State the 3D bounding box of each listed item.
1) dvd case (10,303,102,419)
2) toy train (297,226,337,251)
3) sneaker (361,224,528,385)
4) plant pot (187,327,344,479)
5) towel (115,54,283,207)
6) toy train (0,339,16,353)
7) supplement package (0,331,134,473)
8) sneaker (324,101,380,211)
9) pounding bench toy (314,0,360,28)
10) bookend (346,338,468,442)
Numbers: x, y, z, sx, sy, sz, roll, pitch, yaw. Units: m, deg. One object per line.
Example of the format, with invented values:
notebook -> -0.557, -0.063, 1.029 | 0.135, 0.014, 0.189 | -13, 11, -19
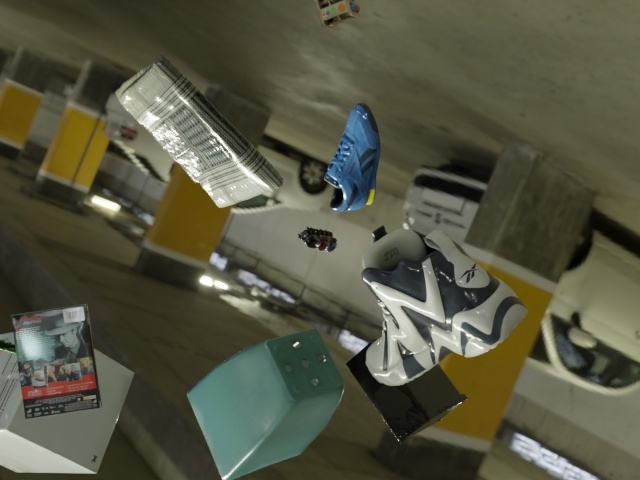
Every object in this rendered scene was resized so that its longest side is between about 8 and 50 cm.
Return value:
dvd case -> -0.299, 0.137, 0.934 | 0.087, 0.120, 0.013 | -9, -179, -2
toy train -> 0.000, 0.000, 1.394 | 0.036, 0.027, 0.158 | 54, -168, 11
sneaker -> 0.089, 0.058, 0.859 | 0.153, 0.094, 0.235 | 53, 152, -2
plant pot -> -0.076, 0.248, 1.333 | 0.165, 0.234, 0.166 | -10, -118, -38
towel -> -0.243, -0.190, 1.547 | 0.312, 0.056, 0.324 | 46, 161, -18
toy train -> -0.505, 0.159, 1.274 | 0.023, 0.017, 0.083 | -5, 157, 37
supplement package -> -0.523, 0.296, 1.505 | 0.262, 0.198, 0.199 | -12, 140, 38
sneaker -> 0.051, -0.136, 1.415 | 0.082, 0.209, 0.069 | -14, -138, -19
pounding bench toy -> 0.037, -0.407, 1.437 | 0.065, 0.052, 0.083 | -16, -177, 20
bookend -> 0.147, 0.237, 1.383 | 0.157, 0.072, 0.156 | 54, -152, 17
